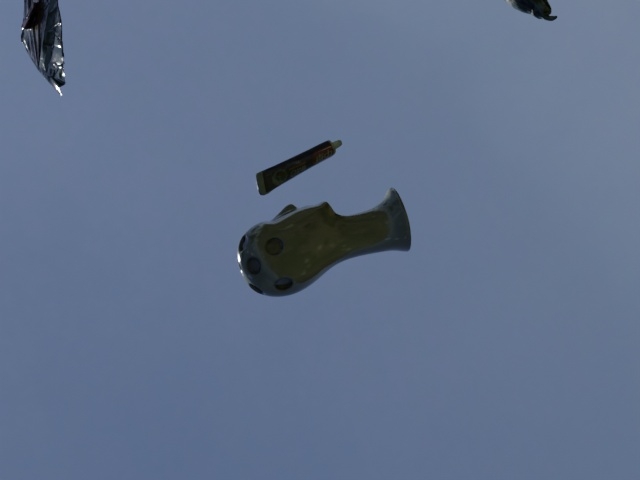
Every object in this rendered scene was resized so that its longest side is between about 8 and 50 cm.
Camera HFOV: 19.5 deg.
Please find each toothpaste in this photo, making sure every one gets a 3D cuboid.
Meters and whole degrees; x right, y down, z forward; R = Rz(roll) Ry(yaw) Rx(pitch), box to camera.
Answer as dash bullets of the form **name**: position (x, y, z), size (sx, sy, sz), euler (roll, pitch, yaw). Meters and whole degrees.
- **toothpaste**: position (-0.027, -0.103, 2.481), size (0.021, 0.140, 0.037), euler (33, 143, 45)

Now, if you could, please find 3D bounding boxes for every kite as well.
- **kite**: position (-0.238, -0.235, 1.656), size (0.012, 0.250, 0.229), euler (1, -109, -25)

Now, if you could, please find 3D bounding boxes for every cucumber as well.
- **cucumber**: position (0.174, -0.250, 1.732), size (0.037, 0.037, 0.155), euler (30, -157, -48)

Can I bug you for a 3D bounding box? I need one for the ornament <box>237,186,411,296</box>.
- **ornament**: position (0.000, 0.000, 1.686), size (0.075, 0.156, 0.081), euler (113, 140, -75)
